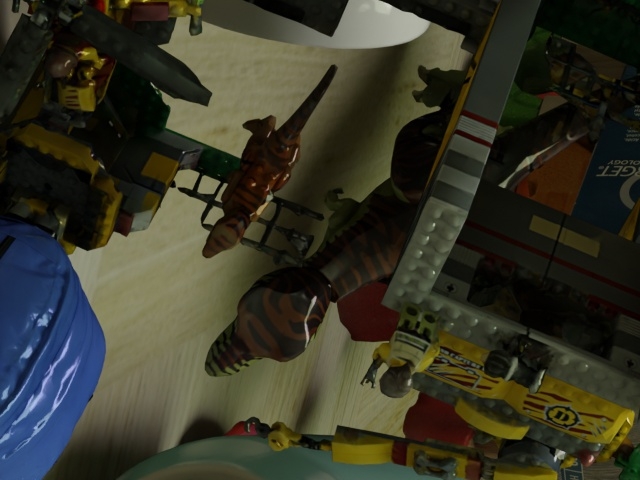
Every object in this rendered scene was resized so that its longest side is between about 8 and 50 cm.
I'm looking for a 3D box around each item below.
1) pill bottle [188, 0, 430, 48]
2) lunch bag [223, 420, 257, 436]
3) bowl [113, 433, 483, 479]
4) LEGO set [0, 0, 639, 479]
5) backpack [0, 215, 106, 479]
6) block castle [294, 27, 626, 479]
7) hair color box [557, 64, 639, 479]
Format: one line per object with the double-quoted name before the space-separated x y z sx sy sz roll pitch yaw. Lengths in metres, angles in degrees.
"pill bottle" 0.013 -0.246 0.658 0.181 0.181 0.323 -44 148 -61
"lunch bag" -0.060 0.279 1.144 0.258 0.120 0.293 71 41 -72
"bowl" -0.037 0.226 0.886 0.163 0.311 0.312 43 64 -53
"LEGO set" 0.000 0.000 0.594 0.255 0.331 0.192 -56 -172 45
"backpack" -0.137 0.031 0.552 0.101 0.120 0.098 80 31 -60
"block castle" 0.147 -0.043 1.348 0.303 0.212 0.453 70 31 -48
"hair color box" 0.236 0.003 1.142 0.347 0.105 0.174 -62 149 -46
